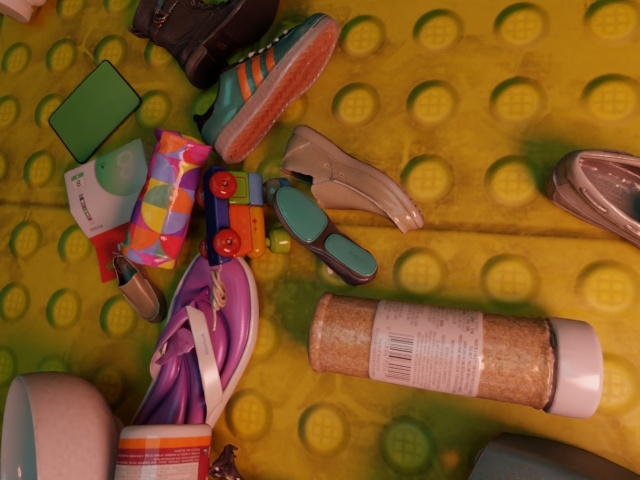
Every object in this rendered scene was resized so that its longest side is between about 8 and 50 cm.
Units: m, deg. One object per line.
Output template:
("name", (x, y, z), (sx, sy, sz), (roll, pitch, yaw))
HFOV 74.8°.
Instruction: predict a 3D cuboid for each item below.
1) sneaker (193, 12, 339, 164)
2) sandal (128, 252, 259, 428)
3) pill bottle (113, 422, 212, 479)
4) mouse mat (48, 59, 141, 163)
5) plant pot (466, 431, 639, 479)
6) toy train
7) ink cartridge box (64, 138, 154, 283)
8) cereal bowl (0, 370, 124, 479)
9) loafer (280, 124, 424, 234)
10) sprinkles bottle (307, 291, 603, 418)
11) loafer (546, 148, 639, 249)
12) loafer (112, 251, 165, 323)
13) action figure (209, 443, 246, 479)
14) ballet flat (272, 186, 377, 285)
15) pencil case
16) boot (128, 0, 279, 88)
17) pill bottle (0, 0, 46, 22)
("sneaker", (-0.102, -0.280, 0.718), (0.121, 0.108, 0.302), (44, 96, 12))
("sandal", (-0.214, 0.209, 0.675), (0.170, 0.102, 0.415), (15, 85, 16))
("pill bottle", (-0.209, 0.356, 0.537), (0.121, 0.121, 0.221), (-8, 66, 14))
("mouse mat", (-0.470, -0.268, 0.868), (0.190, 0.007, 0.152), (-43, 74, 4))
("plant pot", (0.273, 0.356, 0.456), (0.252, 0.247, 0.247), (28, 89, 34))
("toy train", (-0.112, 0.010, 0.672), (0.144, 0.105, 0.247), (-3, 85, -29))
("ink cartridge box", (-0.376, -0.054, 0.786), (0.181, 0.056, 0.224), (-20, 75, 11))
("cereal bowl", (-0.385, 0.368, 0.643), (0.339, 0.141, 0.338), (-2, 87, 48))
("loafer", (0.041, -0.082, 0.659), (0.269, 0.102, 0.092), (38, 94, 26))
("sprinkles bottle", (0.166, 0.147, 0.573), (0.356, 0.121, 0.121), (5, 83, 16))
("loafer", (0.455, -0.026, 0.527), (0.320, 0.111, 0.111), (26, 89, 17))
("loafer", (-0.330, 0.083, 0.748), (0.056, 0.050, 0.148), (-34, 82, 8))
("action figure", (-0.076, 0.429, 0.588), (0.276, 0.141, 0.164), (39, 91, 33))
("ballet flat", (0.000, 0.000, 0.662), (0.203, 0.074, 0.074), (40, 93, 6))
("pencil case", (-0.263, -0.067, 0.707), (0.105, 0.104, 0.236), (24, 98, 17))
("boot", (-0.229, -0.439, 0.786), (0.263, 0.091, 0.229), (-43, 74, 7))
("pill bottle", (-0.643, -0.596, 0.905), (0.121, 0.121, 0.216), (19, 86, 17))
